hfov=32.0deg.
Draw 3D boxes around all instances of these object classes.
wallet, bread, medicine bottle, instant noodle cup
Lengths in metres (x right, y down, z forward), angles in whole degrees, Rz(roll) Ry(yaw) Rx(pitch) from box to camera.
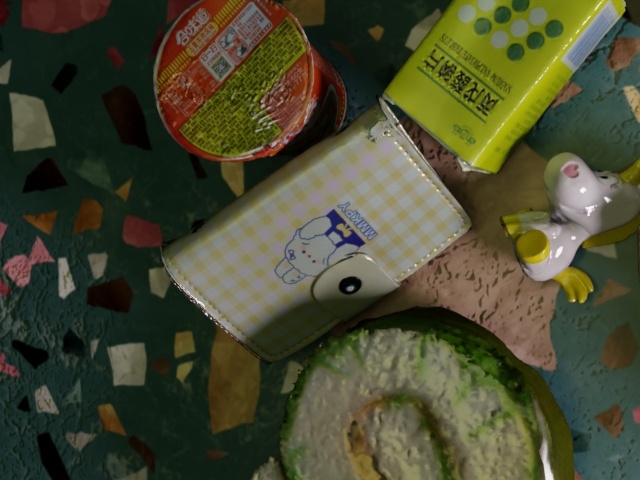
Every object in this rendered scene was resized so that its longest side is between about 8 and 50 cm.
[{"bbox_3d":[0.000,0.000,1.274,0.309,0.077,0.223,-32,120,16],"label":"wallet"},{"bbox_3d":[0.091,0.268,1.261,0.382,0.129,0.366,-18,85,20],"label":"bread"},{"bbox_3d":[0.204,-0.206,1.227,0.137,0.141,0.250,41,102,15],"label":"medicine bottle"},{"bbox_3d":[-0.059,-0.170,1.285,0.193,0.212,0.193,-1,88,20],"label":"instant noodle cup"}]

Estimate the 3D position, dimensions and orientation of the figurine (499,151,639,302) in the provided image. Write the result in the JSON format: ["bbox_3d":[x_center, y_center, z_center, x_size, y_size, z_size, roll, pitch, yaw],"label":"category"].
[{"bbox_3d":[0.284,-0.029,1.227,0.130,0.109,0.178,36,102,-9],"label":"figurine"}]

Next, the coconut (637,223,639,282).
[{"bbox_3d":[0.389,0.017,1.164,0.122,0.116,0.116,-34,77,13],"label":"coconut"}]
